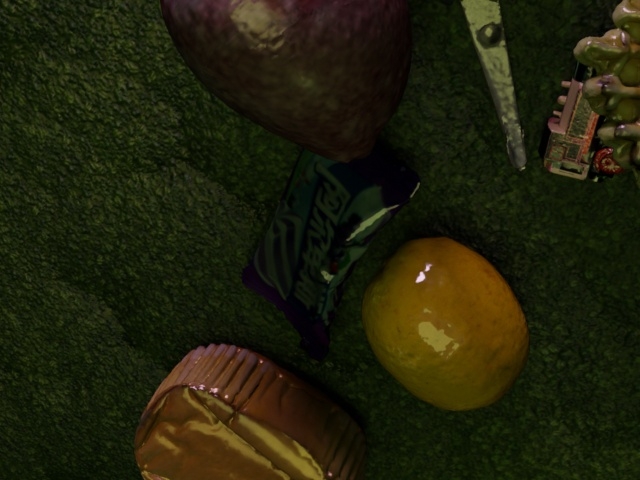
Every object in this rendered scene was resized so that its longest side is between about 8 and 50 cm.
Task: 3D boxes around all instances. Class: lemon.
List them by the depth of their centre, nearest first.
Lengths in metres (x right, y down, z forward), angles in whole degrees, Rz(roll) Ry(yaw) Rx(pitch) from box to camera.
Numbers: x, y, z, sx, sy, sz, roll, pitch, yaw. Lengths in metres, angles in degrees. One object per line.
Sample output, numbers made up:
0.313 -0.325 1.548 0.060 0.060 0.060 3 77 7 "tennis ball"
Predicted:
0.135 0.092 0.889 0.170 0.170 0.207 -33 106 27 "lemon"

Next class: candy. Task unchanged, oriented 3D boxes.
0.000 0.000 0.924 0.145 0.070 0.275 37 123 17 "candy"

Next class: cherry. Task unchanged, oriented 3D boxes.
-0.026 -0.197 0.739 0.203 0.230 0.300 -39 119 -7 "cherry"

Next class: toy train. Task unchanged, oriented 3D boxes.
0.268 -0.124 0.802 0.087 0.050 0.137 15 120 10 "toy train"

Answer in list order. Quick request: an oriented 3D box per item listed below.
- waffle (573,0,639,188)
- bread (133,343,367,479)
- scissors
0.334 -0.139 0.736 0.204 0.054 0.223 -43 112 -3 "waffle"
-0.082 0.263 1.049 0.288 0.156 0.204 30 113 1 "bread"
0.153 -0.226 0.789 0.191 0.029 0.360 -11 114 19 "scissors"
